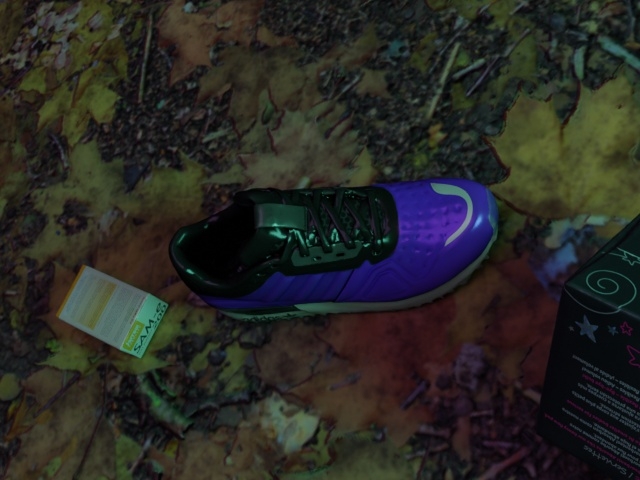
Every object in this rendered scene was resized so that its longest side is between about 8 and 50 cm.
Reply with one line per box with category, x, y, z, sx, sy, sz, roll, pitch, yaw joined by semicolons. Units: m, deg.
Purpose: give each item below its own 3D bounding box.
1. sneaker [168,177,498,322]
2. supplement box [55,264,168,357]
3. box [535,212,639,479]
sneaker;0.000;0.001;0.786;0.294;0.146;0.102;-15;63;21
supplement box;-0.210;0.070;0.926;0.098;0.036;0.062;21;79;32
box;0.287;0.095;0.575;0.247;0.142;0.163;29;45;32
